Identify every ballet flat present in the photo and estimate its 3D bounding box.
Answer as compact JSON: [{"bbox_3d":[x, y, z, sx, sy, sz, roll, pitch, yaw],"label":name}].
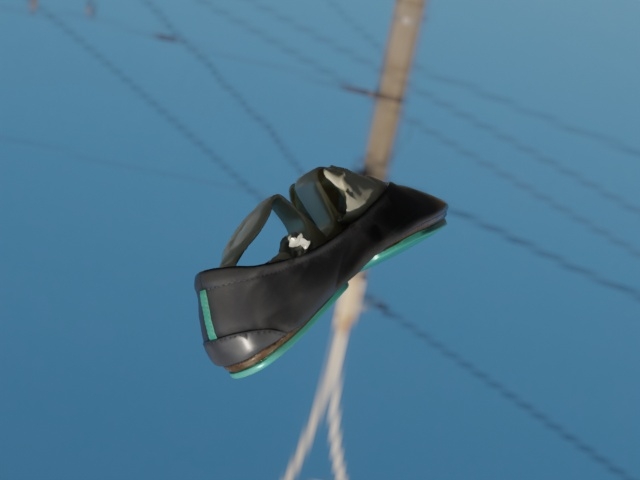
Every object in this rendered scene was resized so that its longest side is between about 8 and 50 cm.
[{"bbox_3d":[0.000,0.000,1.037,0.074,0.074,0.203,22,-145,25],"label":"ballet flat"}]
